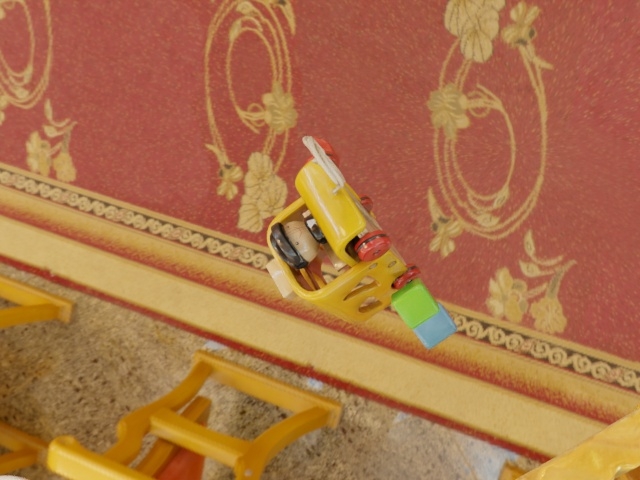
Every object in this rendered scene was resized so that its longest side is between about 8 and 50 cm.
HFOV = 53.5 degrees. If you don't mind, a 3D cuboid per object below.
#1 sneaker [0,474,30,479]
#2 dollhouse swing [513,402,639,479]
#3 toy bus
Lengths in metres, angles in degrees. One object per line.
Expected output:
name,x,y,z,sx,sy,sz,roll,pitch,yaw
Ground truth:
sneaker,-0.206,0.281,0.528,0.212,0.080,0.094,34,146,7
dollhouse swing,0.239,0.299,0.508,0.347,0.305,0.315,-24,76,-11
toy bus,0.007,0.008,0.543,0.104,0.191,0.202,-36,107,8
